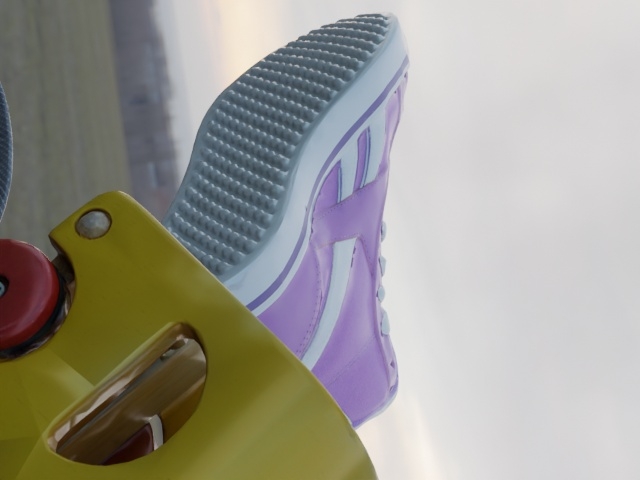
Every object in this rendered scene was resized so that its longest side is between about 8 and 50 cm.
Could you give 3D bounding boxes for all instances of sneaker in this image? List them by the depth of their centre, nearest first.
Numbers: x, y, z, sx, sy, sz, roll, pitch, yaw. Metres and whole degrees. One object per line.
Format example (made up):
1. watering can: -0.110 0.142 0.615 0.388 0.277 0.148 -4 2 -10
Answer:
1. sneaker: -0.001 0.000 0.874 0.161 0.102 0.282 61 37 -30

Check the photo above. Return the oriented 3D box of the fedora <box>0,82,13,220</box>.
1. fedora: -0.298 -0.006 0.887 0.124 0.275 0.244 90 -16 -61

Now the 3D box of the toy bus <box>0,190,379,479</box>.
1. toy bus: -0.078 0.089 0.353 0.104 0.191 0.202 42 -60 29
